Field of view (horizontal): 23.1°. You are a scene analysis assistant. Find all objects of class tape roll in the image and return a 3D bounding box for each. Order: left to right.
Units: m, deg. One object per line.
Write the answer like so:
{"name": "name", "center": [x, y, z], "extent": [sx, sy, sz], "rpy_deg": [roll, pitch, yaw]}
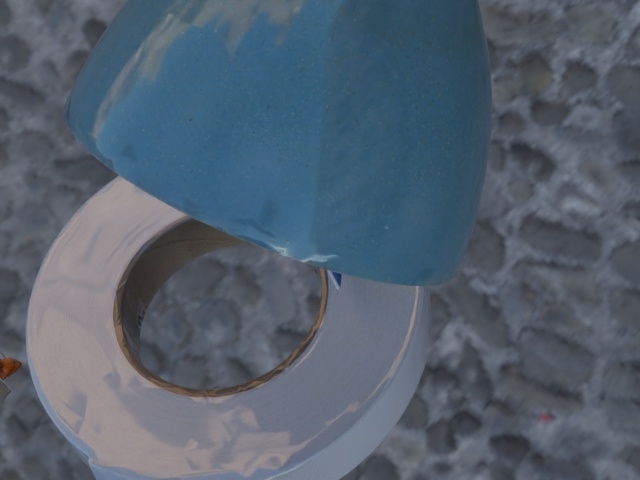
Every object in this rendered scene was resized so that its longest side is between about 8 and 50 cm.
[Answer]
{"name": "tape roll", "center": [-0.089, 0.072, 1.493], "extent": [0.392, 0.392, 0.072], "rpy_deg": [18, 153, 22]}

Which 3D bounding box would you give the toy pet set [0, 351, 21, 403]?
{"name": "toy pet set", "center": [-0.272, 0.106, 1.131], "extent": [0.065, 0.114, 0.122], "rpy_deg": [43, 106, 2]}

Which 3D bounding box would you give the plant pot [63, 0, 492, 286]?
{"name": "plant pot", "center": [-0.001, -0.123, 1.049], "extent": [0.290, 0.290, 0.195], "rpy_deg": [28, 105, 15]}

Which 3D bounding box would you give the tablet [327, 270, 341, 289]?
{"name": "tablet", "center": [0.000, 0.000, 1.418], "extent": [0.006, 0.054, 0.083], "rpy_deg": [-23, 112, 14]}
